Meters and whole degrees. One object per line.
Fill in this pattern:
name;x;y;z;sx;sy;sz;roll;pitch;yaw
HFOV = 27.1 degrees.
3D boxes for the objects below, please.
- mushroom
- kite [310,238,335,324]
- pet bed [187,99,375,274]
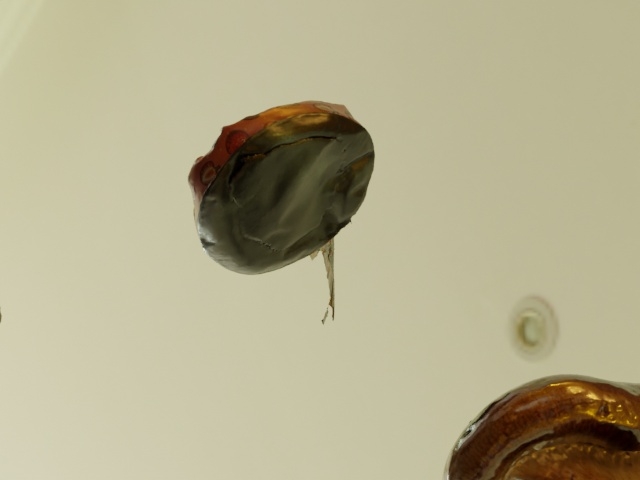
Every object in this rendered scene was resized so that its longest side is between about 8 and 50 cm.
mushroom;0.213;0.192;0.893;0.217;0.227;0.148;-119;-146;-52
kite;0.000;0.000;1.499;0.010;0.160;0.183;-6;-78;10
pet bed;-0.035;-0.049;1.252;0.053;0.201;0.201;52;-52;37
